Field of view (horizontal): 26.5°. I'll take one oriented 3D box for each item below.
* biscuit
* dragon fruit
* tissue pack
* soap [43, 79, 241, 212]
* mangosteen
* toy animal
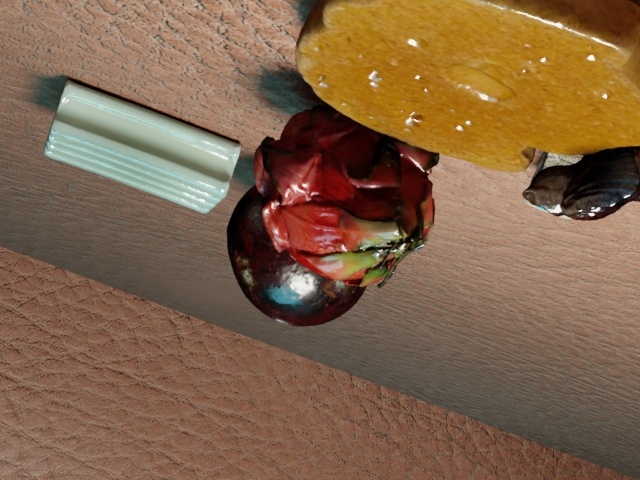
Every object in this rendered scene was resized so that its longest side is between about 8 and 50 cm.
[{"bbox_3d":[0.151,-0.176,1.355,0.350,0.078,0.455,20,167,-24],"label":"biscuit"},{"bbox_3d":[0.035,-0.046,1.616,0.234,0.233,0.293,22,-163,-18],"label":"dragon fruit"},{"bbox_3d":[0.291,-0.068,1.631,0.074,0.058,0.094,19,166,1],"label":"tissue pack"},{"bbox_3d":[-0.263,-0.134,1.989,0.266,0.087,0.160,20,166,-11],"label":"soap"},{"bbox_3d":[0.000,0.000,1.985,0.261,0.235,0.235,-30,143,23],"label":"mangosteen"},{"bbox_3d":[0.314,-0.074,1.469,0.180,0.116,0.218,12,-166,28],"label":"toy animal"}]
